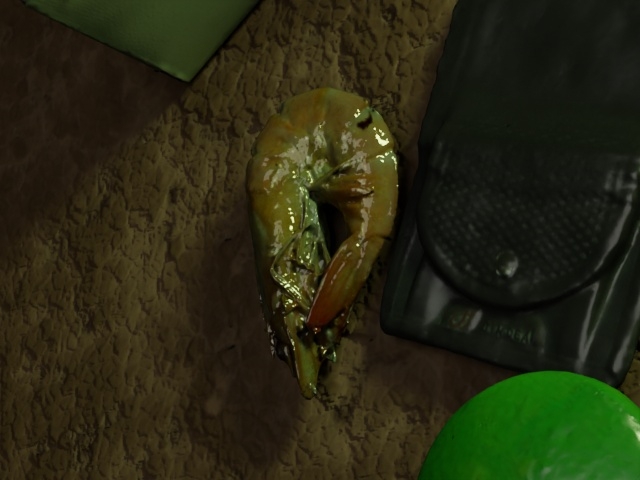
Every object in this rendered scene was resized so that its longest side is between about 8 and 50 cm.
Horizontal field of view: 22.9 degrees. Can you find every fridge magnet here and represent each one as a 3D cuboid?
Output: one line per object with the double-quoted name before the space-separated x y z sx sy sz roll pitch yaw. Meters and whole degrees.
"fridge magnet" 0.151 0.192 1.077 0.208 0.088 0.208 -16 64 34

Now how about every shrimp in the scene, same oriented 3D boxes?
"shrimp" 0.000 0.000 1.301 0.145 0.061 0.267 -6 68 29

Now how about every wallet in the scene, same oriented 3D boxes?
"wallet" 0.167 -0.061 1.195 0.247 0.041 0.323 12 80 41

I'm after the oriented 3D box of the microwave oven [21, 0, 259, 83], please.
"microwave oven" -0.187 -0.408 1.481 0.333 0.247 0.394 -47 50 15
